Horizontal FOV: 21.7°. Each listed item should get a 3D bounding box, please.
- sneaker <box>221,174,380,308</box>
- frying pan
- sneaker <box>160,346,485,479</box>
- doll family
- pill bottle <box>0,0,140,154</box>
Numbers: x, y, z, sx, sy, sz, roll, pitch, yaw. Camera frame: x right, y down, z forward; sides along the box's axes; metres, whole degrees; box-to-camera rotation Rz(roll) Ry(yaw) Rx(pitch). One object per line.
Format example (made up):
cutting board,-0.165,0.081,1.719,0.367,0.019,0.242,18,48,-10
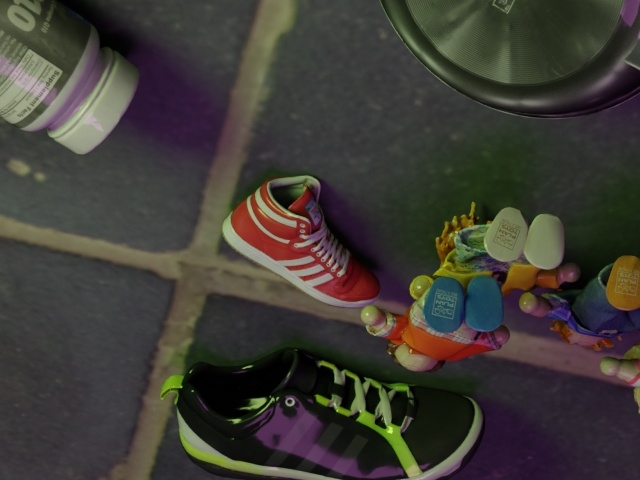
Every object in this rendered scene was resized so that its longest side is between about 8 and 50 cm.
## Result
sneaker,0.000,0.000,1.109,0.118,0.042,0.067,26,135,-17
frying pan,0.150,-0.102,0.906,0.197,0.053,0.326,-35,96,37
sneaker,0.000,0.126,1.205,0.234,0.084,0.097,-2,133,8
doll family,0.159,0.039,1.072,0.263,0.118,0.163,13,164,-6
pill bottle,-0.180,-0.113,0.989,0.137,0.078,0.078,34,129,-25
